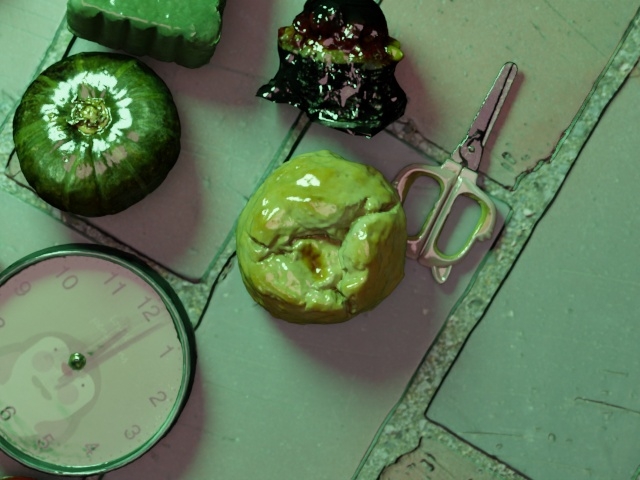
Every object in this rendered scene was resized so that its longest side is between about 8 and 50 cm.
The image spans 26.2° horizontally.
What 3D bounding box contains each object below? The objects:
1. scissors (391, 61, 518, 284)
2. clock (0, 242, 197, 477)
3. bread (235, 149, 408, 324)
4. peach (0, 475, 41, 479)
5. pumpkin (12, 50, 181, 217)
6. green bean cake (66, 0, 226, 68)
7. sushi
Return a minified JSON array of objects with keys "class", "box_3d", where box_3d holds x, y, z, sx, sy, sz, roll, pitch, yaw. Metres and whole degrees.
[{"class":"scissors","box_3d":[0.196,-0.101,1.889,0.160,0.024,0.317,27,92,-3]},{"class":"clock","box_3d":[-0.326,0.162,1.855,0.318,0.066,0.319,0,93,-4]},{"class":"bread","box_3d":[0.000,0.000,1.822,0.244,0.134,0.244,1,98,4]},{"class":"peach","box_3d":[-0.406,0.399,1.807,0.197,0.197,0.197,0,94,-3]},{"class":"pumpkin","box_3d":[-0.291,-0.139,1.792,0.223,0.157,0.224,0,78,1]},{"class":"green bean cake","box_3d":[-0.210,-0.354,1.779,0.222,0.125,0.227,13,75,-8]},{"class":"sushi","box_3d":[0.025,-0.244,1.806,0.172,0.153,0.150,19,114,15]}]
